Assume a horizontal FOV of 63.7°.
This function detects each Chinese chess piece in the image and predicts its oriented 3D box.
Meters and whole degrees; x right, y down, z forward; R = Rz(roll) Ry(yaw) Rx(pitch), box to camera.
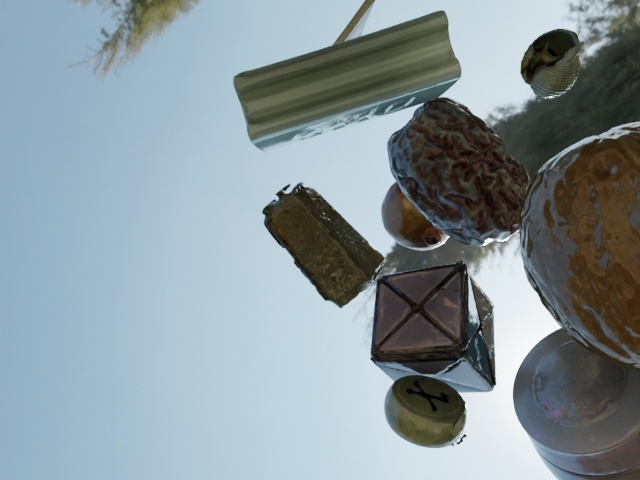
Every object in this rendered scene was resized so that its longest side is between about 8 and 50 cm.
[{"bbox_3d":[0.293,0.468,1.423,0.237,0.237,0.092,-3,-68,-35],"label":"Chinese chess piece"}]

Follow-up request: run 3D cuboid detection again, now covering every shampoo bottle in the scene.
[{"bbox_3d":[0.478,0.289,0.836,0.266,0.273,0.273,44,-127,-23],"label":"shampoo bottle"}]

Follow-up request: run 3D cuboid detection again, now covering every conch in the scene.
[{"bbox_3d":[0.308,-0.234,0.683,0.076,0.085,0.056,41,-153,11],"label":"conch"}]

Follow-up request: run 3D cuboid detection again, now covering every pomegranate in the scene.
[{"bbox_3d":[0.324,-0.082,1.653,0.229,0.252,0.270,7,-135,-24],"label":"pomegranate"}]

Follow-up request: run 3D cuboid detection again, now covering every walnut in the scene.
[{"bbox_3d":[0.426,0.008,0.666,0.332,0.333,0.333,13,-115,-29],"label":"walnut"}]

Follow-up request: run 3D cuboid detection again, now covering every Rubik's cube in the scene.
[{"bbox_3d":[0.356,0.285,1.587,0.307,0.310,0.305,49,-141,-40],"label":"Rubik's cube"}]

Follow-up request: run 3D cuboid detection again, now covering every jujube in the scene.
[{"bbox_3d":[0.274,-0.132,1.029,0.317,0.226,0.226,49,-127,-10],"label":"jujube"}]

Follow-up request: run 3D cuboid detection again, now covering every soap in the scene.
[{"bbox_3d":[0.031,-0.199,0.678,0.265,0.160,0.088,-17,-86,1],"label":"soap"}]

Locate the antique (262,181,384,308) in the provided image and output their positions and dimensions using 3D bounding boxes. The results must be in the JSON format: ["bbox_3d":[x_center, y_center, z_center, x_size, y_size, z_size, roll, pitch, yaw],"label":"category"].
[{"bbox_3d":[0.000,0.000,1.144,0.284,0.125,0.150,47,-153,-3],"label":"antique"}]

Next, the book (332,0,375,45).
[{"bbox_3d":[0.054,-0.534,1.446,0.025,0.191,0.269,35,-99,-2],"label":"book"}]
